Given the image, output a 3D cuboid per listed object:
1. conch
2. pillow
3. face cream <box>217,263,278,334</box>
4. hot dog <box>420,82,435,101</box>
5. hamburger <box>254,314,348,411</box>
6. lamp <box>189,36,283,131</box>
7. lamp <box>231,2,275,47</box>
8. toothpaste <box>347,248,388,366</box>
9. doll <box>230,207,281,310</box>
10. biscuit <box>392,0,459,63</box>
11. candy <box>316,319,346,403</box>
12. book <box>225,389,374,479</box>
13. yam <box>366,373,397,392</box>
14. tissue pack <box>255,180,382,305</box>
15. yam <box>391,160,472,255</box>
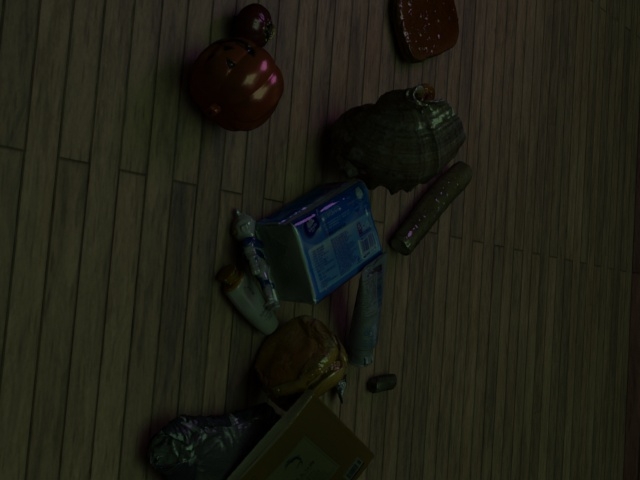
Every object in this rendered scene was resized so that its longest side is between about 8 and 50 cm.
[{"bbox_3d":[0.179,-0.212,1.848,0.297,0.352,0.210,15,81,-15],"label":"conch"},{"bbox_3d":[-0.206,0.419,1.612,0.335,0.092,0.162,4,88,-48],"label":"pillow"},{"bbox_3d":[-0.153,0.127,1.699,0.182,0.051,0.072,56,42,-30],"label":"face cream"},{"bbox_3d":[0.260,-0.346,2.151,0.066,0.047,0.216,50,56,-32],"label":"hot dog"},{"bbox_3d":[-0.044,0.260,1.709,0.214,0.213,0.108,-52,121,-34],"label":"hamburger"},{"bbox_3d":[-0.173,-0.305,1.583,0.164,0.187,0.188,-52,126,-28],"label":"lamp"},{"bbox_3d":[-0.143,-0.452,1.683,0.101,0.090,0.101,15,90,-79],"label":"lamp"},{"bbox_3d":[0.112,0.166,1.893,0.114,0.073,0.299,-31,136,-47],"label":"toothpaste"},{"bbox_3d":[-0.140,0.037,1.684,0.114,0.057,0.227,37,34,-76],"label":"doll"},{"bbox_3d":[0.275,-0.629,2.165,0.277,0.052,0.262,-35,110,-41],"label":"biscuit"},{"bbox_3d":[0.015,0.290,1.884,0.094,0.051,0.226,-49,124,-39],"label":"candy"},{"bbox_3d":[-0.034,0.499,1.717,0.269,0.032,0.389,-46,140,-11],"label":"book"},{"bbox_3d":[0.162,0.369,2.050,0.094,0.043,0.043,3,88,-46],"label":"yam"},{"bbox_3d":[0.000,0.000,1.796,0.263,0.146,0.198,-33,115,-42],"label":"tissue pack"},{"bbox_3d":[0.307,-0.094,2.180,0.371,0.083,0.083,-45,121,-35],"label":"yam"}]
